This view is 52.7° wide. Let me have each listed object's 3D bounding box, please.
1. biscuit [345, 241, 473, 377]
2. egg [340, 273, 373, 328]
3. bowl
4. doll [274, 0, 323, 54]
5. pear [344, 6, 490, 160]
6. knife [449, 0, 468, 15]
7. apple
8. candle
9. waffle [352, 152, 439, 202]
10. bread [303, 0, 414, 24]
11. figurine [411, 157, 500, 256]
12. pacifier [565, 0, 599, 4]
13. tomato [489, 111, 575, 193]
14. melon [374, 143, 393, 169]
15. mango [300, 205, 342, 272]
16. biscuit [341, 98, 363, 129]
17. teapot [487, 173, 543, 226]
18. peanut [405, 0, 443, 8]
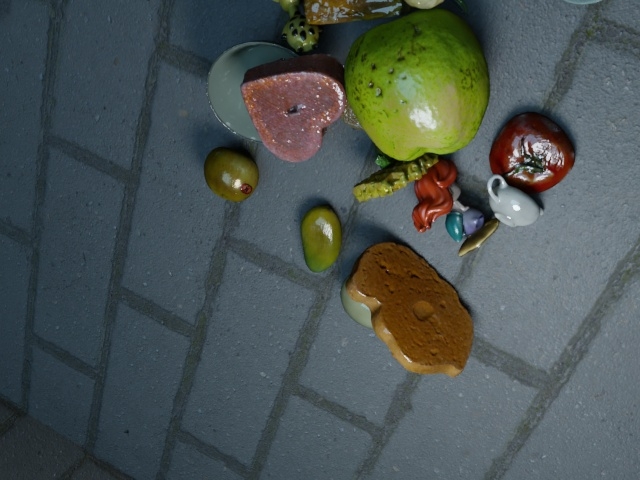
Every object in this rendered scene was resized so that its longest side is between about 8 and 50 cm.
[{"bbox_3d":[0.279,0.202,1.918,0.455,0.349,0.078,55,141,12],"label":"biscuit"},{"bbox_3d":[0.178,0.189,2.041,0.241,0.186,0.186,26,121,0],"label":"egg"},{"bbox_3d":[-0.154,-0.462,1.888,0.337,0.158,0.337,4,135,4],"label":"bowl"},{"bbox_3d":[-0.073,-0.634,1.779,0.086,0.117,0.291,103,151,-65],"label":"doll"},{"bbox_3d":[0.255,-0.386,1.648,0.390,0.391,0.391,9,116,20],"label":"pear"},{"bbox_3d":[0.326,-0.660,1.693,0.184,0.022,0.026,44,148,-1],"label":"knife"},{"bbox_3d":[-0.288,-0.209,2.076,0.182,0.182,0.155,22,89,14],"label":"apple"},{"bbox_3d":[-0.083,-0.376,1.766,0.287,0.131,0.317,28,131,-14],"label":"candle"},{"bbox_3d":[0.229,-0.192,1.800,0.057,0.229,0.219,61,155,-11],"label":"waffle"},{"bbox_3d":[0.102,-0.713,1.660,0.278,0.207,0.279,0,112,23],"label":"bread"},{"bbox_3d":[0.361,-0.088,1.832,0.257,0.181,0.208,45,105,0],"label":"figurine"},{"bbox_3d":[0.570,-0.708,1.428,0.288,0.269,0.344,26,120,41],"label":"pacifier"},{"bbox_3d":[0.565,-0.224,1.737,0.227,0.101,0.228,9,117,17],"label":"tomato"},{"bbox_3d":[0.173,-0.256,1.804,0.053,0.262,0.114,-12,108,8],"label":"melon"},{"bbox_3d":[0.006,-0.001,2.092,0.137,0.091,0.238,4,119,24],"label":"mango"},{"bbox_3d":[0.133,-0.404,1.879,0.170,0.050,0.170,7,118,13],"label":"biscuit"},{"bbox_3d":[0.522,-0.099,1.765,0.226,0.092,0.145,36,171,-33],"label":"teapot"},{"bbox_3d":[0.285,-0.669,1.552,0.147,0.306,0.147,19,141,17],"label":"peanut"}]
